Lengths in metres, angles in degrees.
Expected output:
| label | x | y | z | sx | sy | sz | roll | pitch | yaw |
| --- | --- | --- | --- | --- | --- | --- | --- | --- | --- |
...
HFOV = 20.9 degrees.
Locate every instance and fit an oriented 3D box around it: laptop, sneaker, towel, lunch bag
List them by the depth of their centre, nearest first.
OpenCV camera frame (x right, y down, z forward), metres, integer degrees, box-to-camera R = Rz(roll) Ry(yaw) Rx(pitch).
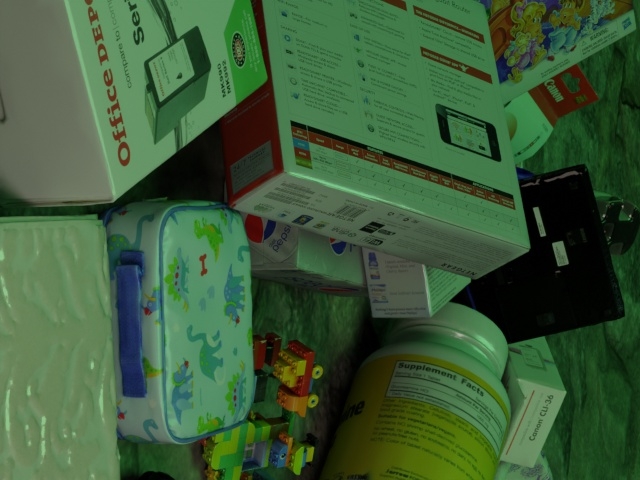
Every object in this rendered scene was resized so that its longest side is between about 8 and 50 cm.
| label | x | y | z | sx | sy | sz | roll | pitch | yaw |
| --- | --- | --- | --- | --- | --- | --- | --- | --- | --- |
| towel | -0.247 | 0.146 | 1.349 | 0.317 | 0.053 | 0.331 | -3 | 92 | -68 |
| lunch bag | -0.134 | 0.070 | 1.564 | 0.176 | 0.090 | 0.219 | -9 | 97 | -65 |
| laptop | 0.198 | -0.004 | 2.031 | 0.136 | 0.264 | 0.234 | -91 | 163 | -51 |
| sneaker | 0.279 | -0.033 | 2.379 | 0.330 | 0.146 | 0.122 | 3 | 112 | -43 |

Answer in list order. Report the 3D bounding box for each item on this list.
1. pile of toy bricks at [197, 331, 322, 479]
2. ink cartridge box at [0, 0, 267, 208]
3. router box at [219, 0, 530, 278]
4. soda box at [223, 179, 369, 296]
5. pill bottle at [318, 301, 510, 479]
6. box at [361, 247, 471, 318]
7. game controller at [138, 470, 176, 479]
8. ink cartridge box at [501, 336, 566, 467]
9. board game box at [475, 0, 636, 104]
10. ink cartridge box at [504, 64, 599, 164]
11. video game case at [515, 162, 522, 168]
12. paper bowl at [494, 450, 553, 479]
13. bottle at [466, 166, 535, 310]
| label | x | y | z | sx | sy | sz | roll | pitch | yaw |
| --- | --- | --- | --- | --- | --- | --- | --- | --- | --- |
| pile of toy bricks | -0.075 | 0.195 | 1.700 | 0.105 | 0.118 | 0.212 | -6 | 113 | -37 |
| ink cartridge box | -0.174 | -0.175 | 1.449 | 0.289 | 0.121 | 0.211 | -47 | 130 | -55 |
| router box | 0.048 | -0.141 | 1.728 | 0.335 | 0.082 | 0.301 | 16 | 55 | -39 |
| soda box | 0.000 | 0.000 | 1.847 | 0.286 | 0.091 | 0.098 | 15 | 75 | -64 |
| pill bottle | 0.108 | 0.237 | 1.955 | 0.188 | 0.188 | 0.334 | 65 | 34 | -40 |
| box | 0.101 | 0.001 | 1.867 | 0.126 | 0.072 | 0.137 | -34 | 119 | -60 |
| game controller | -0.144 | 0.369 | 1.537 | 0.166 | 0.067 | 0.319 | -21 | 108 | -78 |
| ink cartridge box | 0.237 | 0.193 | 2.095 | 0.198 | 0.067 | 0.115 | -98 | -156 | -64 |
| board game box | 0.208 | -0.287 | 2.074 | 0.347 | 0.078 | 0.233 | -30 | 128 | -18 |
| ink cartridge box | 0.272 | -0.161 | 2.272 | 0.145 | 0.179 | 0.045 | 42 | 28 | -57 |
| video game case | 0.218 | -0.051 | 2.389 | 0.285 | 0.025 | 0.204 | 27 | 65 | -62 |
| paper bowl | 0.193 | 0.384 | 2.177 | 0.284 | 0.148 | 0.284 | 4 | 86 | -64 |
| bottle | 0.194 | 0.040 | 2.190 | 0.118 | 0.092 | 0.283 | -19 | 125 | -72 |
